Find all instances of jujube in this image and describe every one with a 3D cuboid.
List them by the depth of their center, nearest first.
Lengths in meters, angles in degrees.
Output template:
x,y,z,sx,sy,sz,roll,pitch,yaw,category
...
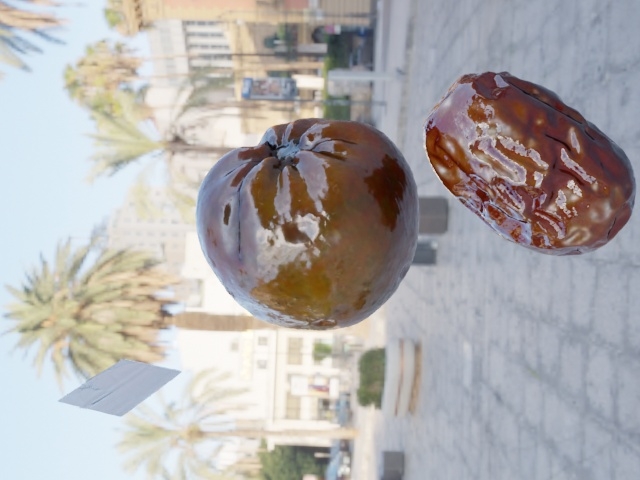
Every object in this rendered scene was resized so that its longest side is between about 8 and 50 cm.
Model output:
x,y,z,sx,sy,sz,roll,pitch,yaw,category
0.236,-0.085,0.948,0.174,0.250,0.174,-55,0,0,jujube

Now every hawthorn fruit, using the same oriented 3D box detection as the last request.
x,y,z,sx,sy,sz,roll,pitch,yaw,category
0.000,0.000,1.042,0.277,0.277,0.298,-86,-21,-52,hawthorn fruit

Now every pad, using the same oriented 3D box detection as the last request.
x,y,z,sx,sy,sz,roll,pitch,yaw,category
-0.402,0.295,1.681,0.232,0.156,0.004,-34,-51,-64,pad
